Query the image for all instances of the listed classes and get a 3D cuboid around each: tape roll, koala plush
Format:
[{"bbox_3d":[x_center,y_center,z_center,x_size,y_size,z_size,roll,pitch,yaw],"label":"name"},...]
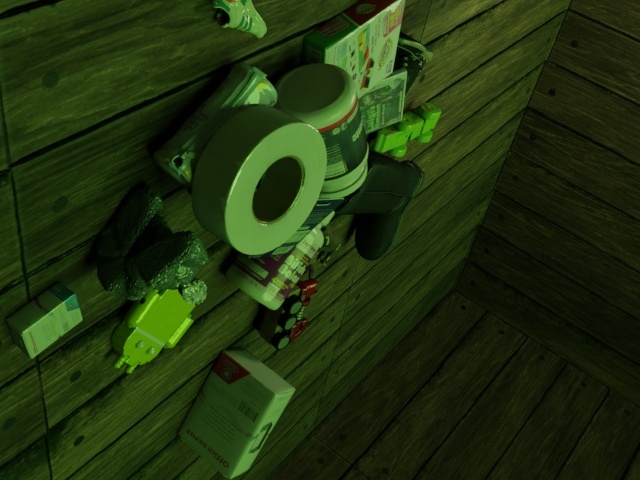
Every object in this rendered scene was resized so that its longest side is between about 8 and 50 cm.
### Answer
[{"bbox_3d":[-0.115,-0.117,1.509,0.286,0.100,0.286,-36,142,-35],"label":"tape roll"},{"bbox_3d":[-0.320,0.039,1.541,0.203,0.196,0.221,-45,159,2],"label":"koala plush"}]

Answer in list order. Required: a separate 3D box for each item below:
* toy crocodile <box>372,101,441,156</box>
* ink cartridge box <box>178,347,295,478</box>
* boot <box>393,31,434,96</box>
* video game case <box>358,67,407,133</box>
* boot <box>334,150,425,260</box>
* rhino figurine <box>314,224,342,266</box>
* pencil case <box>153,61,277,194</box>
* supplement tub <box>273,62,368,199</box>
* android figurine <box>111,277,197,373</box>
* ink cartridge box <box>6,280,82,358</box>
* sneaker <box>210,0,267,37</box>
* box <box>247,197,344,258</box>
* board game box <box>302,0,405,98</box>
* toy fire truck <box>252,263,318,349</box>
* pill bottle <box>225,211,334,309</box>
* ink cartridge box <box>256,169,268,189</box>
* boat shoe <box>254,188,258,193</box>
[{"bbox_3d":[0.269,-0.352,2.366,0.341,0.105,0.115,-31,148,-40],"label":"toy crocodile"},{"bbox_3d":[-0.250,0.506,2.273,0.306,0.226,0.131,-61,157,14],"label":"ink cartridge box"},{"bbox_3d":[0.213,-0.466,2.089,0.178,0.085,0.236,-59,157,15],"label":"boot"},{"bbox_3d":[0.150,-0.368,2.083,0.173,0.022,0.190,-22,149,-14],"label":"video game case"},{"bbox_3d":[0.134,-0.095,2.354,0.445,0.146,0.367,-7,123,-65],"label":"boot"},{"bbox_3d":[0.000,0.000,2.305,0.106,0.073,0.243,-52,157,-2],"label":"rhino figurine"},{"bbox_3d":[-0.204,-0.221,1.496,0.273,0.113,0.124,-51,166,-15],"label":"pencil case"},{"bbox_3d":[0.004,-0.241,1.723,0.191,0.191,0.272,-48,147,-22],"label":"supplement tub"},{"bbox_3d":[-0.381,0.187,1.778,0.273,0.056,0.248,-54,159,-12],"label":"android figurine"},{"bbox_3d":[-0.516,0.149,1.435,0.122,0.052,0.088,-43,154,-34],"label":"ink cartridge box"},{"bbox_3d":[-0.156,-0.417,1.422,0.075,0.057,0.161,-39,159,0],"label":"sneaker"},{"bbox_3d":[-0.059,-0.039,1.738,0.225,0.036,0.136,-41,159,33],"label":"box"},{"bbox_3d":[0.077,-0.443,1.852,0.316,0.064,0.242,-42,154,-33],"label":"board game box"},{"bbox_3d":[-0.076,0.186,2.341,0.246,0.158,0.217,-17,137,-44],"label":"toy fire truck"},{"bbox_3d":[-0.097,0.016,1.986,0.301,0.169,0.169,-55,159,-3],"label":"pill bottle"},{"bbox_3d":[-0.162,-0.159,1.752,0.185,0.065,0.311,-51,156,-15],"label":"ink cartridge box"},{"bbox_3d":[-0.124,-0.072,1.758,0.096,0.088,0.267,-37,160,22],"label":"boat shoe"}]
